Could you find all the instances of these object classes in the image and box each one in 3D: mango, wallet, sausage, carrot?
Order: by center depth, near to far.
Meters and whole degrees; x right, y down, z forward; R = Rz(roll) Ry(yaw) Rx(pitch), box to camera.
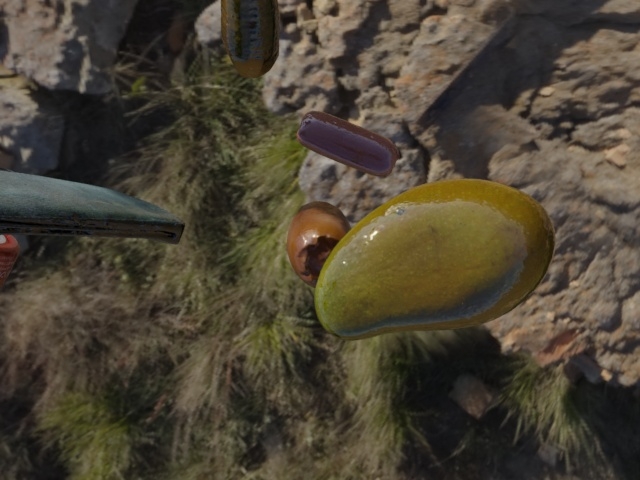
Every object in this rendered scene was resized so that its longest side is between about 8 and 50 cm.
[{"bbox_3d":[0.100,0.019,0.741,0.227,0.099,0.136,-20,84,1],"label":"mango"},{"bbox_3d":[0.000,0.000,0.896,0.076,0.197,0.076,0,101,0],"label":"sausage"},{"bbox_3d":[-0.360,-0.045,0.993,0.190,0.379,0.046,26,104,38],"label":"wallet"},{"bbox_3d":[-0.094,-0.298,1.090,0.082,0.082,0.173,25,147,20],"label":"carrot"},{"bbox_3d":[0.041,-0.142,1.213,0.154,0.062,0.062,22,114,0],"label":"sausage"}]

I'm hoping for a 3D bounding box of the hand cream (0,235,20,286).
[{"bbox_3d":[-0.676,0.026,1.545,0.193,0.193,0.125,31,99,18],"label":"hand cream"}]
